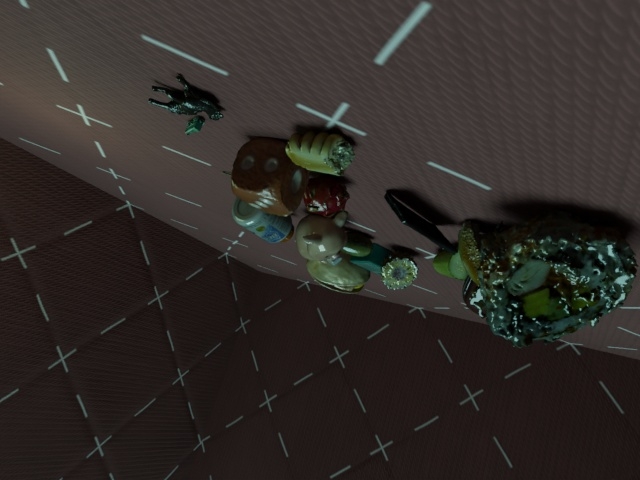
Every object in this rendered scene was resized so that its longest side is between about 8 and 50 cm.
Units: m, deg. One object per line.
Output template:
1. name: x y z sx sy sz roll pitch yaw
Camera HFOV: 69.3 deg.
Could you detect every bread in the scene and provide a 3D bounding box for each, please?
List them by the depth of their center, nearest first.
1. bread: -0.003 -0.226 1.171 0.177 0.084 0.119 12 164 25
2. bread: 0.557 0.075 1.408 0.314 0.192 0.171 20 -174 10

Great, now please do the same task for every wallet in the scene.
1. wallet: 0.310 -0.051 1.432 0.285 0.030 0.146 26 -152 -37

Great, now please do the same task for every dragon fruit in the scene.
1. dragon fruit: 0.004 -0.137 1.432 0.165 0.133 0.136 25 161 17

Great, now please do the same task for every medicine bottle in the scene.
1. medicine bottle: -0.216 -0.085 1.873 0.157 0.157 0.288 10 165 31

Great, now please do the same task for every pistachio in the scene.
1. pistachio: 0.084 0.137 2.246 0.308 0.230 0.230 26 167 1

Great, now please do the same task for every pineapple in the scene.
1. pineapple: 0.333 0.109 2.007 0.161 0.176 0.137 -7 -154 3

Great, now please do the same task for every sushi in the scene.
1. sushi: 0.599 0.116 1.223 0.417 0.418 0.176 21 -151 -13

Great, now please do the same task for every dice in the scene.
1. dice: -0.146 -0.185 1.340 0.179 0.175 0.174 16 168 21

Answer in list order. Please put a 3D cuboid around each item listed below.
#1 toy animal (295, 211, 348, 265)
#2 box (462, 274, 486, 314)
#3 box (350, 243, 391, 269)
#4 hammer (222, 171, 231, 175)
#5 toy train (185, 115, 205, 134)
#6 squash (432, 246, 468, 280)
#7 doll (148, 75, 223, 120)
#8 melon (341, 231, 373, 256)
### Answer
1. toy animal: 0.003 0.002 1.824 0.256 0.195 0.213 16 139 60
2. box: 0.700 0.176 1.588 0.403 0.108 0.263 10 130 2
3. box: 0.279 0.099 2.129 0.244 0.092 0.153 27 165 -31
4. hammer: -0.315 -0.234 1.686 0.110 0.036 0.019 21 169 27
5. toy train: -0.361 -0.325 1.324 0.029 0.045 0.092 29 160 -34
6. squash: 0.484 0.090 1.759 0.137 0.137 0.287 22 169 -17
7. doll: -0.331 -0.348 1.177 0.139 0.057 0.165 0 163 45
8. melon: 0.139 0.014 1.939 0.162 0.099 0.099 15 167 -7
